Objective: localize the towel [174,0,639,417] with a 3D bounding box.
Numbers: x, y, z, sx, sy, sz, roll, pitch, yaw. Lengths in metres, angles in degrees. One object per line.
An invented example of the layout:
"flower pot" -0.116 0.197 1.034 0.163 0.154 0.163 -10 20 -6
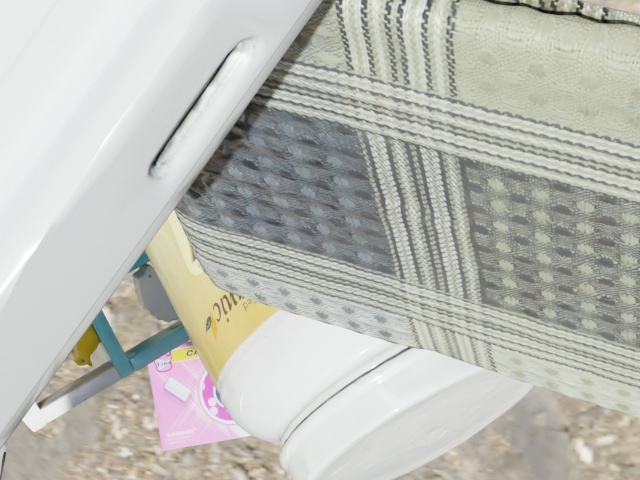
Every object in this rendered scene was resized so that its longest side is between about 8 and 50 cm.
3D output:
"towel" 0.070 -0.020 0.627 0.324 0.312 0.056 17 66 18

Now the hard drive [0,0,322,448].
"hard drive" -0.154 -0.130 0.425 0.353 0.047 0.233 38 96 24

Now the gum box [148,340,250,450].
"gum box" -0.077 0.148 1.579 0.188 0.062 0.107 -12 85 15

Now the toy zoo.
"toy zoo" -0.210 0.035 1.334 0.293 0.030 0.192 -30 109 -15

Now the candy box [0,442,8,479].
"candy box" -0.407 0.184 1.381 0.196 0.165 0.070 52 38 -57

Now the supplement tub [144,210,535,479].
"supplement tub" 0.000 0.000 1.070 0.228 0.228 0.316 -21 68 -23
